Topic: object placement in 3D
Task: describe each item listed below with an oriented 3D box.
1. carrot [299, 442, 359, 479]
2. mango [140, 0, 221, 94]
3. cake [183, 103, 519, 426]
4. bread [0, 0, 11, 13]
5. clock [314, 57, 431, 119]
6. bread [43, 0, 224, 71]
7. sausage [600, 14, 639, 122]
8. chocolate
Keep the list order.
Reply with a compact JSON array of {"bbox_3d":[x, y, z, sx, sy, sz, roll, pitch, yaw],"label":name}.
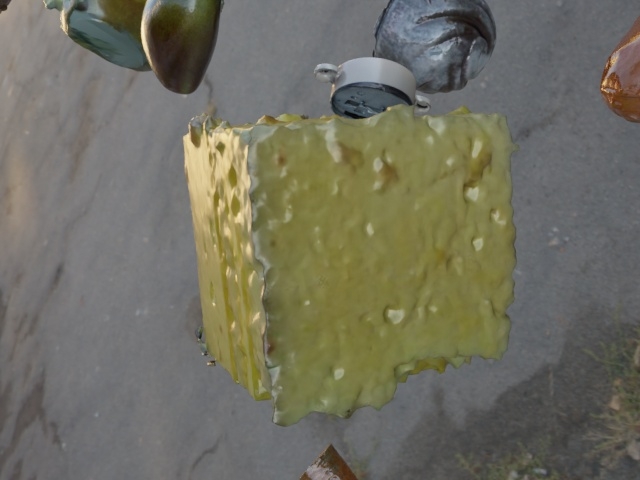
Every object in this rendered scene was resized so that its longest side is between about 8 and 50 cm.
[{"bbox_3d":[0.062,0.342,0.877,0.224,0.057,0.057,49,119,13],"label":"carrot"},{"bbox_3d":[-0.221,-0.333,1.184,0.133,0.111,0.267,66,152,19],"label":"mango"},{"bbox_3d":[0.000,0.000,0.665,0.286,0.222,0.228,-163,69,-65],"label":"cake"},{"bbox_3d":[-0.389,-0.238,0.710,0.184,0.110,0.234,-37,11,30],"label":"bread"},{"bbox_3d":[0.093,-0.260,1.359,0.155,0.229,0.063,145,138,-61],"label":"clock"},{"bbox_3d":[-0.422,-0.526,1.739,0.239,0.395,0.264,-21,55,40],"label":"bread"},{"bbox_3d":[0.577,-0.302,1.251,0.268,0.153,0.141,-47,38,-17],"label":"sausage"},{"bbox_3d":[0.290,-0.465,1.769,0.213,0.303,0.303,34,103,29],"label":"chocolate"}]
